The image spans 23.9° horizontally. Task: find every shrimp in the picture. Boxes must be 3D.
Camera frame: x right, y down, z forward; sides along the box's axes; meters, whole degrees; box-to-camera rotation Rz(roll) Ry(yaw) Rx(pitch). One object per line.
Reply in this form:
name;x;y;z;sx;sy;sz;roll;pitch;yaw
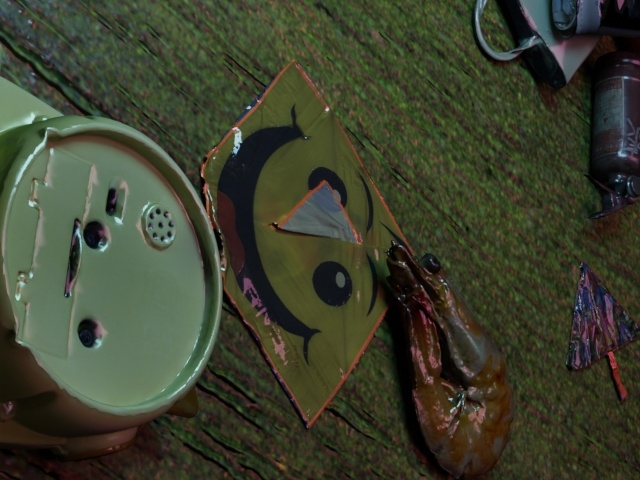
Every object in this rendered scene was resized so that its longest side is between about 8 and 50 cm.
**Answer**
shrimp;0.130;0.126;1.609;0.154;0.062;0.294;-45;116;-41

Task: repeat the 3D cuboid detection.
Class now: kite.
kite;0.367;0.115;1.944;0.232;0.009;0.189;-19;94;-52
kite;-0.002;0.000;1.521;0.327;0.013;0.377;9;71;-50

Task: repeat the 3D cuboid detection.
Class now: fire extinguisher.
fire extinguisher;0.379;-0.130;1.995;0.106;0.075;0.252;15;66;-18

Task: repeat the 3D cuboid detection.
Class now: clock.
clock;-0.198;0.027;1.184;0.348;0.117;0.286;25;61;-45

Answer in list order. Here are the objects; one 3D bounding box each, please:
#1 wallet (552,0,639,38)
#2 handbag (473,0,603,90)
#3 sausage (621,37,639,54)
wallet;0.390;-0.337;1.919;0.231;0.069;0.170;-3;96;-38
handbag;0.294;-0.332;1.918;0.315;0.109;0.241;-46;114;-43
sausage;0.458;-0.298;2.133;0.077;0.077;0.194;-17;94;-52
